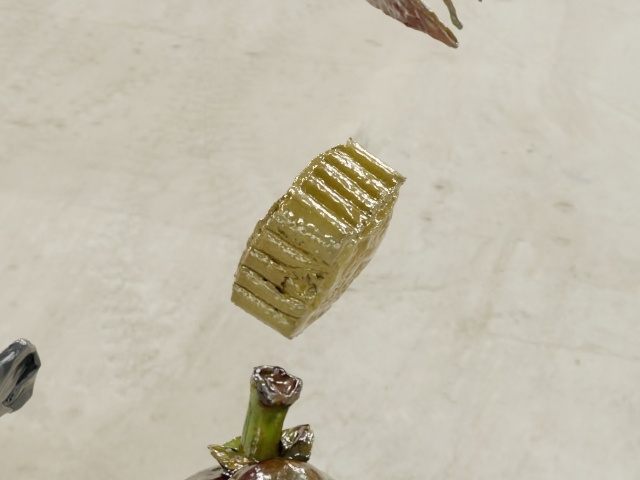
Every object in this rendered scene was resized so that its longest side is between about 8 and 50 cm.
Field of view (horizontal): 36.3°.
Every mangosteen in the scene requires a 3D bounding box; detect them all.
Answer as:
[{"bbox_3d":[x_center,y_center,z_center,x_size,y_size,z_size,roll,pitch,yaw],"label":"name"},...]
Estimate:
[{"bbox_3d":[-0.049,0.261,0.901,0.231,0.289,0.231,9,-5,1],"label":"mangosteen"}]

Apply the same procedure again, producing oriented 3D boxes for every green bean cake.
[{"bbox_3d":[0.000,0.000,1.310,0.131,0.224,0.230,35,43,8],"label":"green bean cake"}]

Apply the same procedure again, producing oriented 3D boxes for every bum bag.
[{"bbox_3d":[-0.390,0.194,1.001,0.060,0.123,0.248,37,54,12],"label":"bum bag"}]

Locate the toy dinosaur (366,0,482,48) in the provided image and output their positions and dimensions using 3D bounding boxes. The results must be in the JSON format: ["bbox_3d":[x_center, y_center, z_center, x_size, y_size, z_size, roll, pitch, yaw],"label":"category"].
[{"bbox_3d":[0.121,-0.253,0.697,0.112,0.207,0.327,12,19,31],"label":"toy dinosaur"}]
